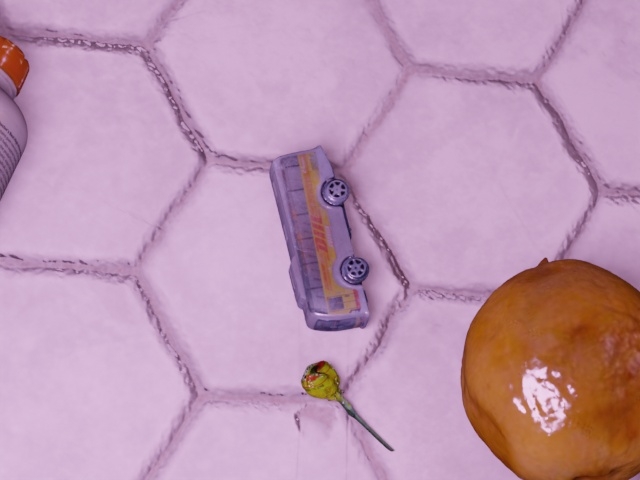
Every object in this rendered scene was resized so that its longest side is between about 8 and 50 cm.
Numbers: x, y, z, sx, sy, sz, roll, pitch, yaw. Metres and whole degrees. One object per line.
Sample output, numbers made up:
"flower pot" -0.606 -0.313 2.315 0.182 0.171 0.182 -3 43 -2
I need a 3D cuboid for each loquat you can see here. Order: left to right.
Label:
"loquat" 0.250 0.136 1.912 0.238 0.193 0.238 2 53 -2

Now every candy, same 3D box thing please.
"candy" 0.029 0.171 1.939 0.035 0.035 0.123 -42 94 20

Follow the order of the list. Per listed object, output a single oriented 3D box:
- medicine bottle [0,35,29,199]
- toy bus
"medicine bottle" -0.380 -0.069 1.855 0.157 0.157 0.288 24 66 -4
"toy bus" 0.000 0.000 1.975 0.075 0.064 0.190 -9 73 -11
